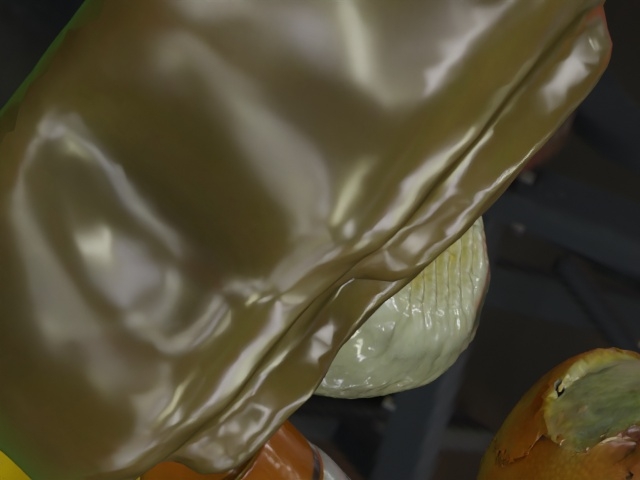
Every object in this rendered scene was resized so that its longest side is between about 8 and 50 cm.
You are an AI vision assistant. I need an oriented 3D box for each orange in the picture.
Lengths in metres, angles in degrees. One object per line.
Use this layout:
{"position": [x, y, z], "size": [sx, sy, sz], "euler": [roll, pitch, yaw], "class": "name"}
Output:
{"position": [0.212, 0.179, 1.166], "size": [0.240, 0.240, 0.240], "euler": [-33, 137, -38], "class": "orange"}

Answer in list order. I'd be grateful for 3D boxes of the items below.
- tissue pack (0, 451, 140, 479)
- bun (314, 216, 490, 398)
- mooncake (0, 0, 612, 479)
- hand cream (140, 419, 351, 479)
{"position": [-0.200, 0.206, 1.381], "size": [0.382, 0.293, 0.228], "euler": [33, 83, -42], "class": "tissue pack"}
{"position": [0.000, 0.000, 1.182], "size": [0.153, 0.244, 0.244], "euler": [-34, 160, 30], "class": "bun"}
{"position": [-0.009, -0.036, 0.552], "size": [0.235, 0.117, 0.235], "euler": [-48, 180, 0], "class": "mooncake"}
{"position": [0.023, 0.203, 1.098], "size": [0.314, 0.089, 0.140], "euler": [52, 49, -31], "class": "hand cream"}
